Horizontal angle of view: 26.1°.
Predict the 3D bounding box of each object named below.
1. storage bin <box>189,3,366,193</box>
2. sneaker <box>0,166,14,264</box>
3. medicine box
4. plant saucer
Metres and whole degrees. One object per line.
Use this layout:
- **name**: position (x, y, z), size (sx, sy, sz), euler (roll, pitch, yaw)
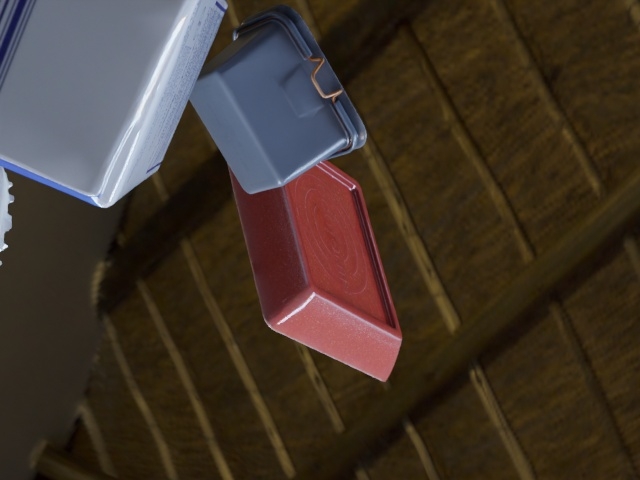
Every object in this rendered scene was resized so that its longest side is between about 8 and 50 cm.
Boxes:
- **storage bin**: position (-0.038, -0.106, 1.108), size (0.091, 0.098, 0.135), euler (-41, -72, -33)
- **sneaker**: position (-0.310, 0.032, 0.831), size (0.102, 0.146, 0.293), euler (17, -113, 42)
- **medicine box**: position (-0.214, -0.148, 0.902), size (0.263, 0.289, 0.149), euler (23, -85, -4)
- **plant saucer**: position (0.000, 0.000, 1.464), size (0.048, 0.259, 0.258), euler (-25, -119, 20)
